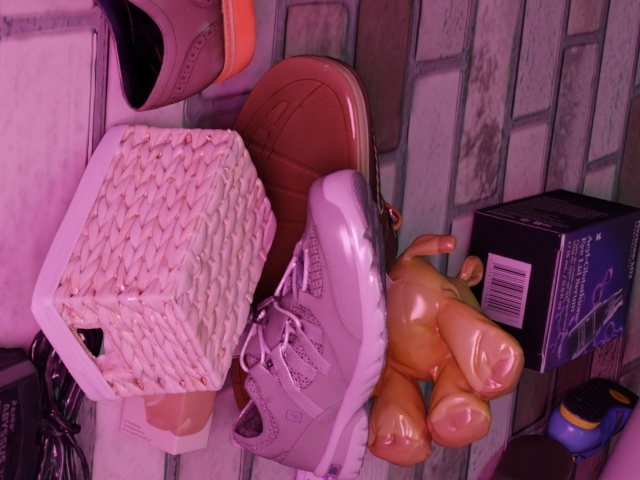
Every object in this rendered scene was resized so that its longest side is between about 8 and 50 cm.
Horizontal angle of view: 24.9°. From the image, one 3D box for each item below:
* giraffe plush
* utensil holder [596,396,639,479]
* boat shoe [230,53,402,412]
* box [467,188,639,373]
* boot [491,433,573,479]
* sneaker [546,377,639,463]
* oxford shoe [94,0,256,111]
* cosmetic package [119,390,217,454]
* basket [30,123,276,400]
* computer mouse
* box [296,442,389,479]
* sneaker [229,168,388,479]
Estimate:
[{"bbox_3d":[0.102,0.090,1.335,0.170,0.181,0.210,10,57,-69],"label":"giraffe plush"},{"bbox_3d":[0.479,0.359,1.755,0.327,0.327,0.386,-5,121,-55],"label":"utensil holder"},{"bbox_3d":[0.000,0.000,1.163,0.123,0.123,0.342,-41,140,-50],"label":"boat shoe"},{"bbox_3d":[0.247,0.038,1.544,0.207,0.108,0.153,-15,116,-52],"label":"box"},{"bbox_3d":[0.190,0.349,1.610,0.305,0.112,0.115,-38,144,-44],"label":"boot"},{"bbox_3d":[0.337,0.228,1.809,0.209,0.069,0.082,-9,127,-56],"label":"sneaker"},{"bbox_3d":[-0.109,-0.205,0.926,0.098,0.097,0.271,-38,133,-33],"label":"oxford shoe"},{"bbox_3d":[-0.109,0.096,1.087,0.041,0.060,0.115,-3,105,-55],"label":"cosmetic package"},{"bbox_3d":[-0.105,0.014,0.975,0.113,0.103,0.167,68,31,-44],"label":"basket"},{"bbox_3d":[-0.240,0.138,0.914,0.272,0.072,0.189,-6,107,-68],"label":"computer mouse"},{"bbox_3d":[0.007,0.329,1.359,0.067,0.063,0.324,-17,118,-54],"label":"box"},{"bbox_3d":[-0.014,0.072,1.047,0.105,0.115,0.281,-89,-176,-53],"label":"sneaker"}]
